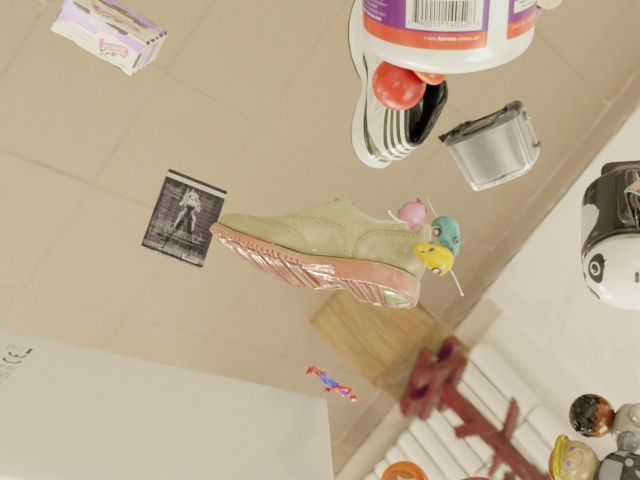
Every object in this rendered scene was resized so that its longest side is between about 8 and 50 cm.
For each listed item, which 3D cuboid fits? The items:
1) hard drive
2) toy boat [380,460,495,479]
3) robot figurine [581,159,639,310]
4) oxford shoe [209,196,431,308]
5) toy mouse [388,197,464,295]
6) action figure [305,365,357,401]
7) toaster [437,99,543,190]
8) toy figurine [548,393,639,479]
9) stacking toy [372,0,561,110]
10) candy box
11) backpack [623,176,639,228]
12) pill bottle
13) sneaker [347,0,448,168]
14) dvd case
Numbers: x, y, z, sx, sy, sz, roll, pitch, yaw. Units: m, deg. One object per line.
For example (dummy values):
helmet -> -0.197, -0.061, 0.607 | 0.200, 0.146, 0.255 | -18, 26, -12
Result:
hard drive -> -0.168, 0.135, 0.595 | 0.352, 0.233, 0.047 | 12, 101, -4
toy boat -> 0.125, 0.320, 0.965 | 0.151, 0.151, 0.231 | -33, 160, -20
robot figurine -> 0.535, -0.012, 1.459 | 0.209, 0.278, 0.173 | 29, 141, -21
oxford shoe -> 0.000, 0.000, 1.405 | 0.147, 0.396, 0.140 | -67, 154, -17
toy mouse -> 0.160, -0.021, 1.200 | 0.161, 0.143, 0.031 | 37, 128, -21
action figure -> 0.025, 0.286, 1.660 | 0.115, 0.038, 0.030 | 31, 63, -13
toaster -> 0.392, -0.211, 1.940 | 0.226, 0.129, 0.147 | -21, 105, 31
toy figurine -> 0.294, 0.273, 0.866 | 0.213, 0.148, 0.210 | -28, 126, -59
stacking toy -> 0.209, -0.328, 1.332 | 0.141, 0.141, 0.330 | 15, 138, -45
candy box -> -0.393, -0.396, 1.598 | 0.164, 0.196, 0.070 | 30, 109, -9
backpack -> 0.444, -0.020, 0.960 | 0.144, 0.188, 0.166 | -48, 174, 11
pill bottle -> 0.129, -0.340, 0.823 | 0.181, 0.181, 0.323 | -19, 125, -25
sneaker -> 0.195, -0.401, 1.898 | 0.169, 0.257, 0.448 | 5, 80, -31
dvd case -> -0.346, -0.056, 2.157 | 0.164, 0.018, 0.221 | 21, 70, -15
